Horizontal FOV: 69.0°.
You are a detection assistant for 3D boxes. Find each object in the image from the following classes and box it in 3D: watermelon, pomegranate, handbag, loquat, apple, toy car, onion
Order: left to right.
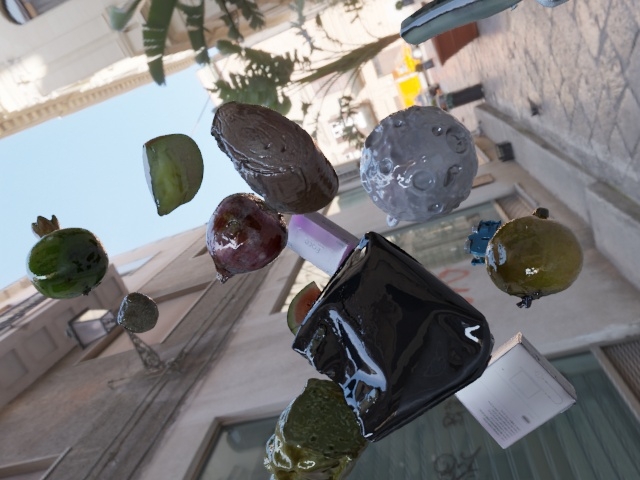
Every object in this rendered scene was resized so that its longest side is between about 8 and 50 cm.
[{"bbox_3d":[-0.786,0.037,1.420,0.302,0.236,0.236,53,-169,15],"label":"pomegranate"},{"bbox_3d":[-0.481,-0.233,1.520,0.120,0.193,0.265,36,138,37],"label":"apple"},{"bbox_3d":[-0.155,0.005,0.910,0.159,0.195,0.159,33,-167,-9],"label":"onion"},{"bbox_3d":[-0.005,0.234,1.380,0.193,0.137,0.145,-63,-39,-39],"label":"watermelon"},{"bbox_3d":[0.113,0.176,0.851,0.342,0.288,0.152,43,176,43],"label":"handbag"},{"bbox_3d":[0.575,0.010,1.605,0.161,0.126,0.098,-60,-43,-37],"label":"toy car"},{"bbox_3d":[0.409,0.025,0.893,0.149,0.172,0.205,37,-119,-31],"label":"loquat"}]

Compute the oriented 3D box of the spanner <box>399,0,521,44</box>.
[{"bbox_3d":[0.175,-0.230,0.337,0.040,0.324,0.096,12,-94,-31],"label":"spanner"}]

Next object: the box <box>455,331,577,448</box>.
[{"bbox_3d":[0.532,0.415,1.291,0.203,0.252,0.106,47,-159,10],"label":"box"}]

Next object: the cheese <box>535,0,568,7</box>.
[{"bbox_3d":[0.220,-0.355,0.586,0.235,0.127,0.050,52,161,30],"label":"cheese"}]

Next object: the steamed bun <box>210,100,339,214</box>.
[{"bbox_3d":[-0.069,-0.111,0.642,0.175,0.106,0.145,35,177,26],"label":"steamed bun"}]

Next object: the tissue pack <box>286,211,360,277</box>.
[{"bbox_3d":[0.000,0.000,1.635,0.092,0.246,0.149,-18,-44,-53],"label":"tissue pack"}]

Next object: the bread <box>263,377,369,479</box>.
[{"bbox_3d":[-0.001,0.441,1.024,0.196,0.238,0.252,-89,7,-47],"label":"bread"}]

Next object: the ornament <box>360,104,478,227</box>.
[{"bbox_3d":[0.286,-0.219,1.329,0.337,0.337,0.337,-17,-90,-75],"label":"ornament"}]

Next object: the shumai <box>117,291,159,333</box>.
[{"bbox_3d":[-0.637,0.265,1.629,0.116,0.145,0.146,-41,58,58],"label":"shumai"}]
